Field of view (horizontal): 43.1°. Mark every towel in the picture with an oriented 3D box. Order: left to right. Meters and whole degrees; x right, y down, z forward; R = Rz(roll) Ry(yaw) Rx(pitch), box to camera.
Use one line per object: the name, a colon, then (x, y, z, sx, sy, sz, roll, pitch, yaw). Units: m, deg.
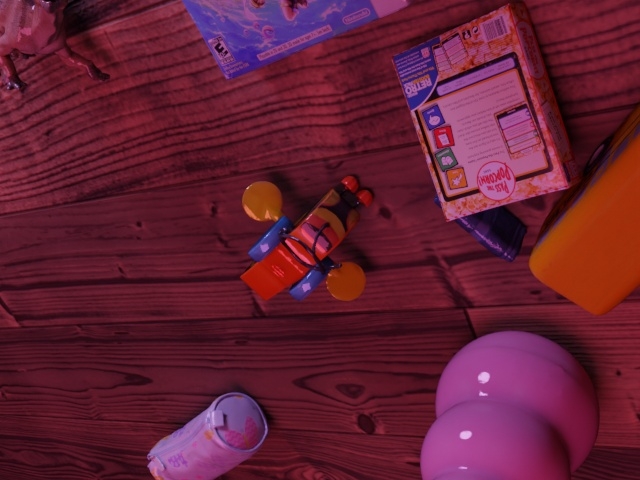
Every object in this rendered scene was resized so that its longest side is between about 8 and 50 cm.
towel: (0.188, -0.027, 0.958, 0.119, 0.067, 0.029, 40, 132, -3)

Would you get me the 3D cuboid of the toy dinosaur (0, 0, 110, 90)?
toy dinosaur: (-0.388, -0.312, 1.052, 0.296, 0.127, 0.200, 23, 126, 30)

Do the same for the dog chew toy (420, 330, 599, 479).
dog chew toy: (0.216, 0.263, 0.981, 0.207, 0.332, 0.206, 16, 131, 19)

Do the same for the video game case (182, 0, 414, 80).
video game case: (-0.056, -0.328, 0.878, 0.270, 0.061, 0.244, -13, 115, 37)

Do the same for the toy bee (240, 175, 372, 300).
toy bee: (0.000, 0.000, 1.057, 0.195, 0.162, 0.298, 53, 158, -25)

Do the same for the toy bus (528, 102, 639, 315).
toy bus: (0.341, -0.079, 0.783, 0.108, 0.130, 0.332, 34, 134, 4)

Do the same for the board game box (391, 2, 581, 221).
board game box: (0.173, -0.131, 0.860, 0.147, 0.045, 0.193, -16, 95, 38)

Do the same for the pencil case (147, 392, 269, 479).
pencil case: (-0.207, 0.368, 1.465, 0.124, 0.113, 0.273, 29, 137, -22)
